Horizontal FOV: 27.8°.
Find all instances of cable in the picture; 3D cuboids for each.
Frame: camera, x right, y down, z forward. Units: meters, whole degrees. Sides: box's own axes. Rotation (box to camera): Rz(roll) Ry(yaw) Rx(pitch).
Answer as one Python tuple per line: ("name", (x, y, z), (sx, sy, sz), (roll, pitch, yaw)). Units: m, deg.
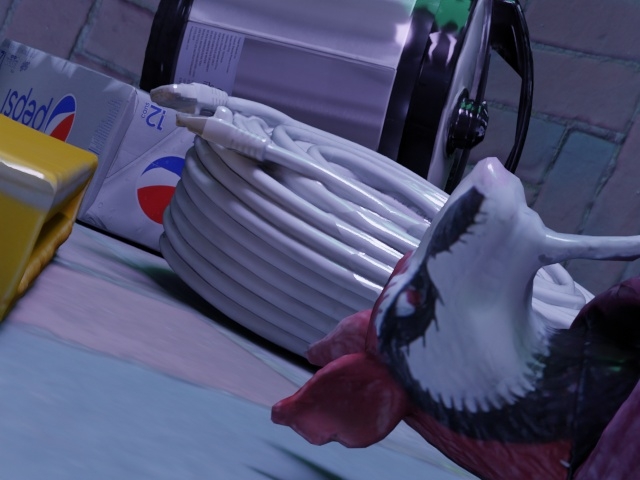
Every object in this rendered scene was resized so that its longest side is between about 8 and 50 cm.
("cable", (0.040, 0.017, 0.701), (0.257, 0.089, 0.257), (33, 10, 21))

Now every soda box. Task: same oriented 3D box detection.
("soda box", (-0.160, -0.070, 0.915), (0.098, 0.091, 0.286), (22, 2, -33))

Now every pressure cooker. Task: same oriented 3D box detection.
("pressure cooker", (0.033, -0.163, 1.516), (0.421, 0.375, 0.369), (14, -42, 9))

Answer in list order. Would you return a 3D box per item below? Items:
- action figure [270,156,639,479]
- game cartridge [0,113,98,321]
("action figure", (0.172, 0.045, 0.326), (0.370, 0.248, 0.275), (0, -44, 22))
("game cartridge", (-0.239, -0.069, 0.450), (0.324, 0.052, 0.285), (22, 2, -8))
